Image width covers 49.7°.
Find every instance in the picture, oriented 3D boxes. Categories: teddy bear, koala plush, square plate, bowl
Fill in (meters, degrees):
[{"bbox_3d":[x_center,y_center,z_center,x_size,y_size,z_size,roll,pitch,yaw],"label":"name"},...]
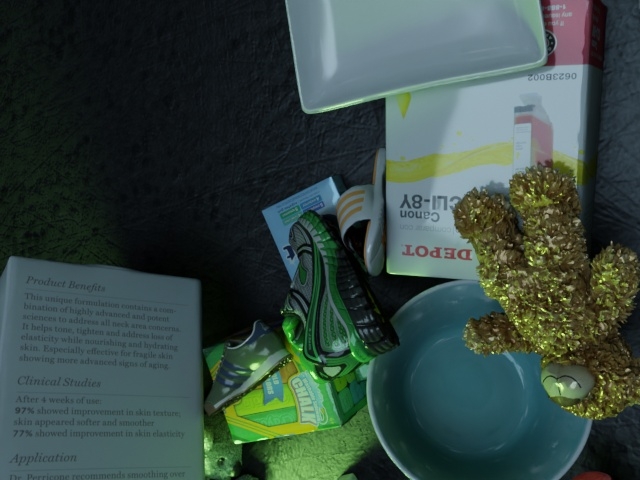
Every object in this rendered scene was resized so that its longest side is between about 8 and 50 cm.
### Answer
[{"bbox_3d":[0.283,0.074,0.865,0.245,0.113,0.338,-4,100,30],"label":"teddy bear"},{"bbox_3d":[-0.219,0.417,1.326,0.203,0.196,0.221,36,118,28],"label":"koala plush"},{"bbox_3d":[0.105,-0.367,0.908,0.343,0.049,0.348,-6,96,29],"label":"square plate"},{"bbox_3d":[0.226,0.224,1.033,0.311,0.163,0.312,-1,76,5],"label":"bowl"}]

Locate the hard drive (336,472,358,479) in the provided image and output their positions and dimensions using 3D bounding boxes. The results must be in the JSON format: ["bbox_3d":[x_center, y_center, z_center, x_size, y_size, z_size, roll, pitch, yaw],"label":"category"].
[{"bbox_3d":[0.013,0.573,1.135,0.047,0.353,0.233,-24,88,29],"label":"hard drive"}]

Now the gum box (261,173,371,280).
[{"bbox_3d":[0.000,0.000,1.214,0.156,0.041,0.185,-24,89,28],"label":"gum box"}]

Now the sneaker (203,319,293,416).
[{"bbox_3d":[-0.130,0.199,1.107,0.192,0.064,0.086,-40,73,26],"label":"sneaker"}]

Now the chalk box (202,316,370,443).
[{"bbox_3d":[-0.018,0.215,1.184,0.288,0.179,0.180,-19,90,29],"label":"chalk box"}]

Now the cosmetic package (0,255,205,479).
[{"bbox_3d":[-0.410,0.279,1.192,0.327,0.329,0.394,-37,51,49],"label":"cosmetic package"}]

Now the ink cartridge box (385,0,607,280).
[{"bbox_3d":[0.246,-0.138,0.994,0.279,0.160,0.385,4,101,26],"label":"ink cartridge box"}]

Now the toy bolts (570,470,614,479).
[{"bbox_3d":[0.384,0.408,1.070,0.228,0.158,0.218,-18,50,38],"label":"toy bolts"}]

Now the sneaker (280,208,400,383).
[{"bbox_3d":[-0.007,0.071,1.037,0.146,0.344,0.134,-34,119,7],"label":"sneaker"}]

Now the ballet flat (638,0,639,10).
[{"bbox_3d":[0.472,-0.274,0.902,0.241,0.091,0.077,56,140,11],"label":"ballet flat"}]

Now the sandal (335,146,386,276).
[{"bbox_3d":[0.063,-0.047,1.062,0.076,0.265,0.102,1,131,8],"label":"sandal"}]
